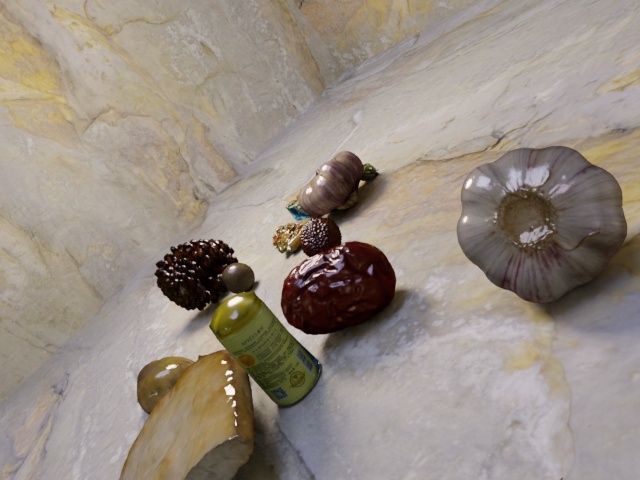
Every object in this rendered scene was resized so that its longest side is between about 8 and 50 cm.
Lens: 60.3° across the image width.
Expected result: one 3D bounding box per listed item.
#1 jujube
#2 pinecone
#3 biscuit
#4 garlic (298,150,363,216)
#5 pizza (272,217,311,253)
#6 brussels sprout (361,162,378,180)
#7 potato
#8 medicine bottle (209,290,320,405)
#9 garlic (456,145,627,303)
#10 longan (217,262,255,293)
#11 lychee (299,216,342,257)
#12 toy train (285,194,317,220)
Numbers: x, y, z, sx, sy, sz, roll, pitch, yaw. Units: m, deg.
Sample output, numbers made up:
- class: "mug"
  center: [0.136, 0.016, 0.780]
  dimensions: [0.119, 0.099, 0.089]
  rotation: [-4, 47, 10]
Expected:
- class: "jujube"
  center: [0.034, 0.101, 1.154]
  dimensions: [0.251, 0.174, 0.174]
  rotation: [-30, 22, 26]
- class: "pinecone"
  center: [-0.410, 0.105, 1.890]
  dimensions: [0.246, 0.246, 0.292]
  rotation: [-23, 7, 40]
- class: "biscuit"
  center: [-0.286, 0.426, 1.114]
  dimensions: [0.429, 0.104, 0.446]
  rotation: [-52, 18, 6]
- class: "garlic"
  center: [0.050, -0.168, 1.740]
  dimensions: [0.245, 0.161, 0.245]
  rotation: [-51, 2, 3]
- class: "pizza"
  center: [-0.099, -0.027, 1.827]
  dimensions: [0.147, 0.069, 0.226]
  rotation: [-45, 20, -5]
- class: "brussels sprout"
  center: [0.150, -0.224, 1.816]
  dimensions: [0.085, 0.058, 0.085]
  rotation: [-1, 10, 0]
- class: "potato"
  center: [-0.450, 0.403, 1.510]
  dimensions: [0.243, 0.098, 0.138]
  rotation: [-32, 23, 26]
- class: "medicine bottle"
  center: [-0.114, 0.209, 1.094]
  dimensions: [0.124, 0.238, 0.124]
  rotation: [-34, 19, 13]
- class: "garlic"
  center: [0.358, -0.034, 0.887]
  dimensions: [0.245, 0.244, 0.253]
  rotation: [-28, -14, 31]
- class: "longan"
  center: [-0.268, 0.121, 1.757]
  dimensions: [0.119, 0.106, 0.106]
  rotation: [-4, 26, 3]
- class: "lychee"
  center: [0.003, -0.001, 1.504]
  dimensions: [0.123, 0.123, 0.129]
  rotation: [-41, 17, 0]
- class: "toy train"
  center: [-0.045, -0.119, 1.924]
  dimensions: [0.099, 0.072, 0.188]
  rotation: [-41, 18, -20]
